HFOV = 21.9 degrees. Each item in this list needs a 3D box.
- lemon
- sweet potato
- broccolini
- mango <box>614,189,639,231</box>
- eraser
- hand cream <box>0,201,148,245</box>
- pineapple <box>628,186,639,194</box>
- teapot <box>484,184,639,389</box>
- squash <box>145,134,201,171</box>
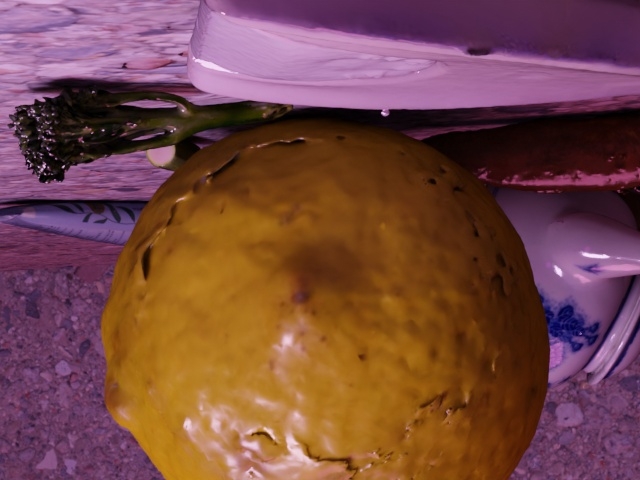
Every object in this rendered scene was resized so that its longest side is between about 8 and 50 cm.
[{"bbox_3d":[0.008,0.080,1.294,0.350,0.349,0.387,-4,165,9],"label":"lemon"},{"bbox_3d":[0.213,-0.069,1.390,0.314,0.072,0.066,-6,-169,5],"label":"sweet potato"},{"bbox_3d":[-0.110,-0.087,1.082,0.201,0.058,0.074,-19,-160,-30],"label":"broccolini"},{"bbox_3d":[0.413,0.009,2.015,0.384,0.198,0.221,10,-169,36],"label":"mango"},{"bbox_3d":[0.062,-0.098,0.758,0.243,0.059,0.204,0,176,-8],"label":"eraser"},{"bbox_3d":[-0.270,-0.020,1.920,0.256,0.055,0.088,2,-178,-39],"label":"hand cream"},{"bbox_3d":[0.295,-0.071,1.507,0.159,0.074,0.074,1,180,33],"label":"pineapple"},{"bbox_3d":[0.278,0.060,1.857,0.280,0.252,0.424,27,157,0],"label":"teapot"},{"bbox_3d":[-0.118,-0.070,1.370,0.027,0.027,0.083,-4,176,16],"label":"squash"}]
